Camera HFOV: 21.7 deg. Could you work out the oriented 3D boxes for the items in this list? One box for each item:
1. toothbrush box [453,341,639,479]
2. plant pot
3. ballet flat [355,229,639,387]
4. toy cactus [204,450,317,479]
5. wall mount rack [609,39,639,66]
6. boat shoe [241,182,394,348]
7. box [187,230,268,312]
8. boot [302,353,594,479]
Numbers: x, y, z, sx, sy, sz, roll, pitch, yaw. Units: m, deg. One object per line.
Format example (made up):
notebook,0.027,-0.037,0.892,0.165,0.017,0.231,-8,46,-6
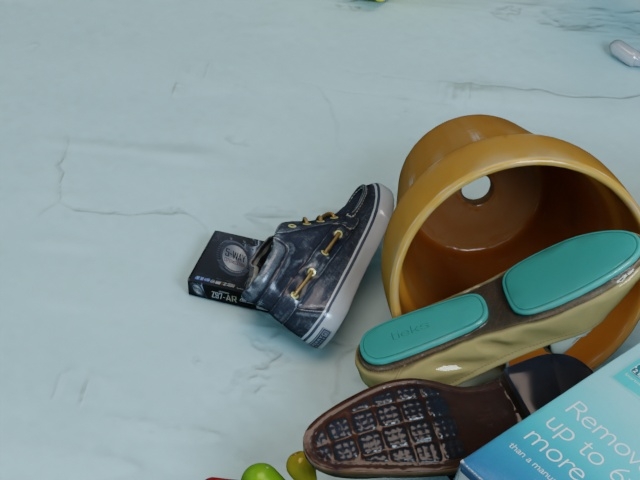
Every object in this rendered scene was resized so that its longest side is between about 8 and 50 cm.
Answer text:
toothbrush box,0.248,0.189,1.105,0.295,0.126,0.216,-25,55,-37
plant pot,0.140,-0.009,1.334,0.205,0.205,0.188,-6,27,-6
ballet flat,0.140,0.062,1.225,0.232,0.073,0.080,-21,34,12
toy cactus,0.027,0.218,1.148,0.180,0.112,0.219,-13,34,-28
wall mount rack,0.234,-0.329,1.603,0.130,0.350,0.304,-41,68,-5
boat shoe,0.000,0.000,1.383,0.083,0.065,0.183,34,45,-9
box,-0.062,0.027,1.409,0.083,0.018,0.067,13,44,14
boot,0.090,0.152,1.199,0.219,0.106,0.082,-9,55,-14
